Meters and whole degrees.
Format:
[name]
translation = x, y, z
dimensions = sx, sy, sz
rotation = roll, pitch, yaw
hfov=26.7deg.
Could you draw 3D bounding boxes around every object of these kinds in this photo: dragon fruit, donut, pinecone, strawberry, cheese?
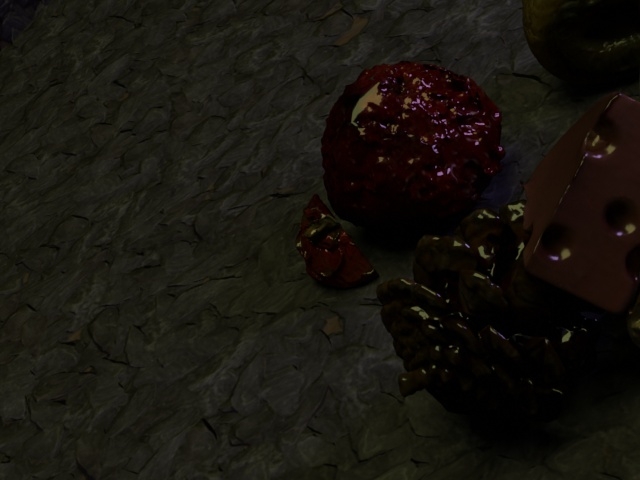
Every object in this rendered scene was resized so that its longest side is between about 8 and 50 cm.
[dragon fruit]
translation = 0.000, 0.000, 1.843
dimensions = 0.083, 0.106, 0.162
rotation = -34, 37, 3
[donut]
translation = 0.397, -0.322, 1.818
dimensions = 0.261, 0.208, 0.128
rotation = -22, 37, 26
[pinecone]
translation = 0.203, 0.077, 1.478
dimensions = 0.244, 0.244, 0.309
rotation = 6, 38, 43
[strawberry]
translation = 0.113, -0.138, 1.810
dimensions = 0.274, 0.220, 0.274
rotation = -21, 35, 16
[cheese]
translation = 0.299, -0.062, 1.384
dimensions = 0.177, 0.128, 0.203
rotation = -60, 6, 31

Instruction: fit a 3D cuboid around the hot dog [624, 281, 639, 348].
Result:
[hot dog]
translation = 0.518, -0.037, 1.391
dimensions = 0.367, 0.196, 0.365
rotation = -8, 39, 30
